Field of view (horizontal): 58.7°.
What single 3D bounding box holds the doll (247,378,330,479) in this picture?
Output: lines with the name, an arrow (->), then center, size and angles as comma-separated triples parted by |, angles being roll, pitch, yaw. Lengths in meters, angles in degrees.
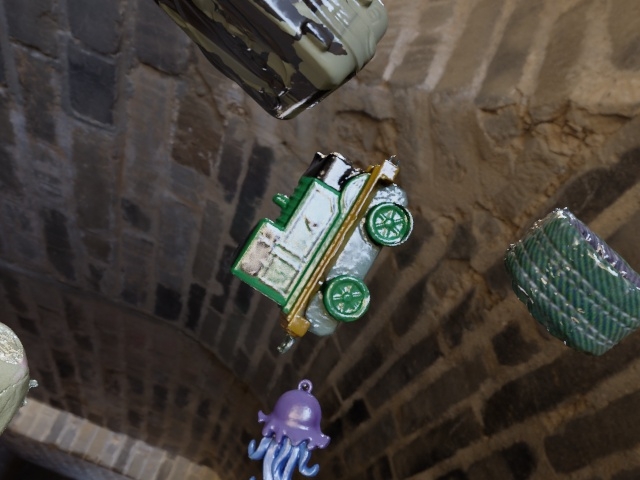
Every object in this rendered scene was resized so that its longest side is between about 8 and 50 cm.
doll -> -0.049, 0.294, 0.788 | 0.067, 0.110, 0.206 | 72, 35, -69

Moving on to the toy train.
toy train -> 0.000, 0.000, 1.056 | 0.429, 0.249, 0.178 | -59, -175, -7

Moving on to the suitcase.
suitcase -> -0.097, -0.365, 0.891 | 0.194, 0.351, 0.339 | -52, -165, -19

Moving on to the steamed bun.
steamed bun -> -0.547, 0.252, 0.881 | 0.170, 0.152, 0.238 | 27, -98, 49

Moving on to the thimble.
thimble -> 0.255, 0.041, 0.564 | 0.090, 0.135, 0.118 | -47, 180, 25
